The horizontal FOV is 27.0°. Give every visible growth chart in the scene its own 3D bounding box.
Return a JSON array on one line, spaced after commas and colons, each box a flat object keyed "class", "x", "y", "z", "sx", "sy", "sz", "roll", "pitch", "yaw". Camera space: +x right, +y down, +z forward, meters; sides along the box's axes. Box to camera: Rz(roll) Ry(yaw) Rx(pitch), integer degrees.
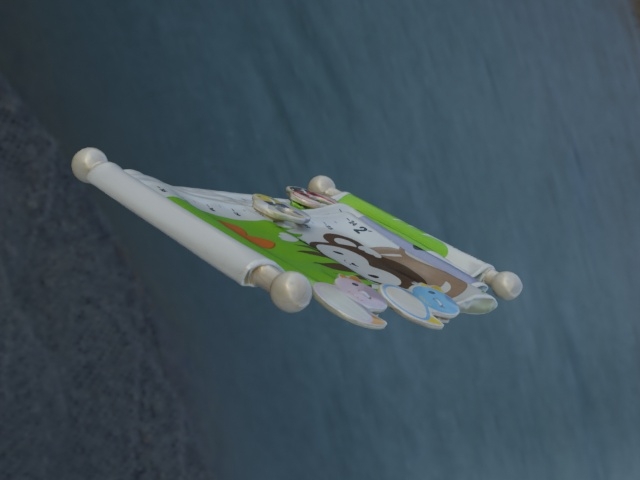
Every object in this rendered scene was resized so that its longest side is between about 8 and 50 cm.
[{"class": "growth chart", "x": 0.000, "y": 0.000, "z": 0.630, "sx": 0.237, "sy": 0.172, "sz": 0.021, "roll": 4, "pitch": 110, "yaw": -57}]
